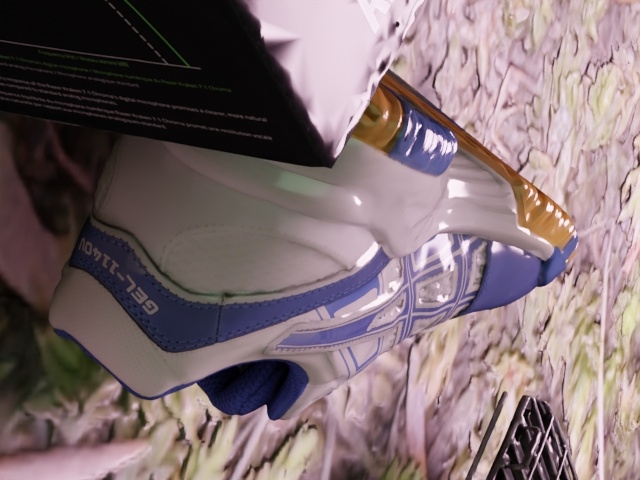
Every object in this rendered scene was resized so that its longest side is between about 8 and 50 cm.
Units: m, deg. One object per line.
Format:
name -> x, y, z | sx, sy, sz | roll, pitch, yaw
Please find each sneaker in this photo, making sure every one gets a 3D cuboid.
sneaker -> 0.000, 0.000, 0.582 | 0.131, 0.112, 0.296 | -55, 155, 8

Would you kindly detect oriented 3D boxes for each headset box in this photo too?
headset box -> -0.049, -0.202, 0.371 | 0.246, 0.131, 0.283 | -63, 146, -25

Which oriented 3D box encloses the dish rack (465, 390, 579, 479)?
dish rack -> 0.056, 0.212, 0.762 | 0.271, 0.074, 0.208 | -60, 147, -31
